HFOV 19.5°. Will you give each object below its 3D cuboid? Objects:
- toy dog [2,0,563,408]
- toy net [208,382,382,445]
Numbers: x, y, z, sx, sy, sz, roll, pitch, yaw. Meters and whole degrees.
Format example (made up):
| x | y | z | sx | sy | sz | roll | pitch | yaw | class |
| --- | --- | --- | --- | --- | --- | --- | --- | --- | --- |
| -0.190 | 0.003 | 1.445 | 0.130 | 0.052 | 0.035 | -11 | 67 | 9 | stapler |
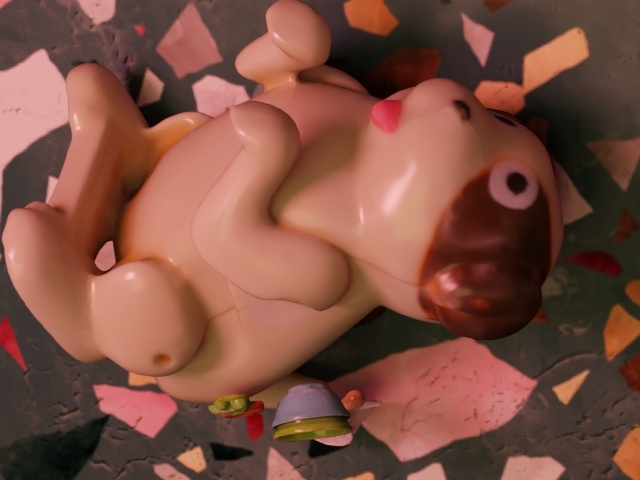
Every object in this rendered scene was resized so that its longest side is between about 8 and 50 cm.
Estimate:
| x | y | z | sx | sy | sz | roll | pitch | yaw | class |
| --- | --- | --- | --- | --- | --- | --- | --- | --- | --- |
| 0.000 | 0.000 | 1.565 | 0.407 | 0.284 | 0.395 | -13 | 119 | 23 | toy dog |
| -0.014 | 0.163 | 1.656 | 0.122 | 0.232 | 0.045 | -11 | 77 | 13 | toy net |
